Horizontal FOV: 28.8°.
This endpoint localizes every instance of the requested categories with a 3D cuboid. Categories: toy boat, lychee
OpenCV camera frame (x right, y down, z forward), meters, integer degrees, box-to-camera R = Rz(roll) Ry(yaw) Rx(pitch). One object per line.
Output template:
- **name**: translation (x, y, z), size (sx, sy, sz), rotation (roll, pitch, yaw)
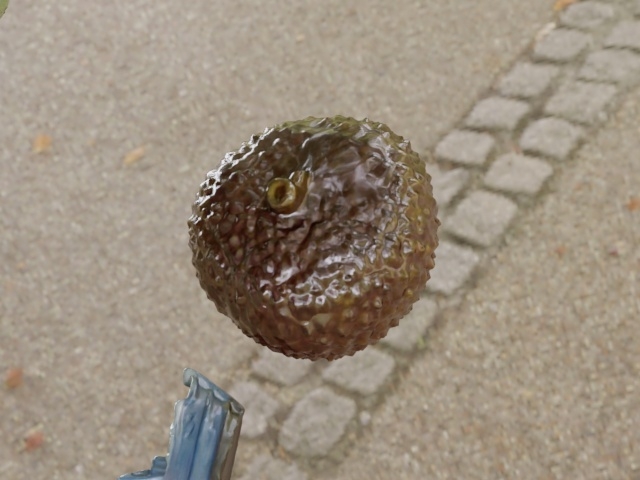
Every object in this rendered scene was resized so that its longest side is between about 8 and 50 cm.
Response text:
- **toy boat**: translation (-0.188, 0.304, 1.567), size (0.142, 0.129, 0.309), rotation (10, 62, 4)
- **lychee**: translation (-0.004, 0.000, 0.922), size (0.194, 0.194, 0.194), rotation (-16, 31, 10)

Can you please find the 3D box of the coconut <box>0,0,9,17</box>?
- **coconut**: translation (-0.331, -0.200, 0.842), size (0.236, 0.204, 0.236), rotation (11, 20, -4)
